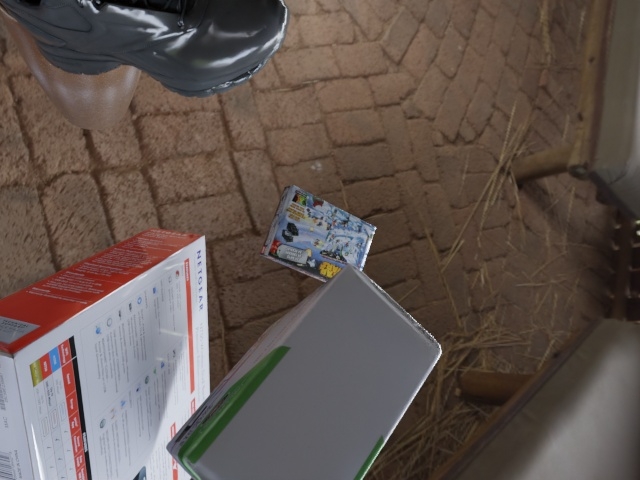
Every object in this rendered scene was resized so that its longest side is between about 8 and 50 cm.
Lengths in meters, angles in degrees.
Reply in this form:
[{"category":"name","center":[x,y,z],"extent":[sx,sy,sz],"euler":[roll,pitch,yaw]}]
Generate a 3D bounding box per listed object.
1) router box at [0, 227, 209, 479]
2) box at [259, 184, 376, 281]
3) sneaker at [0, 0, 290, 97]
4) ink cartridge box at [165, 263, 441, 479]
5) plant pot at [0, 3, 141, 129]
[{"category":"router box","center":[-0.226,0.189,0.543],"extent":[0.301,0.082,0.336],"euler":[-50,145,-68]},{"category":"box","center":[0.000,0.000,0.634],"extent":[0.136,0.027,0.094],"euler":[25,78,-27]},{"category":"sneaker","center":[-0.171,-0.209,0.443],"extent":[0.285,0.130,0.109],"euler":[6,77,12]},{"category":"ink cartridge box","center":[-0.038,0.165,0.489],"extent":[0.117,0.278,0.201],"euler":[43,62,0]},{"category":"plant pot","center":[-0.382,-0.300,0.801],"extent":[0.215,0.230,0.216],"euler":[8,54,-12]}]
